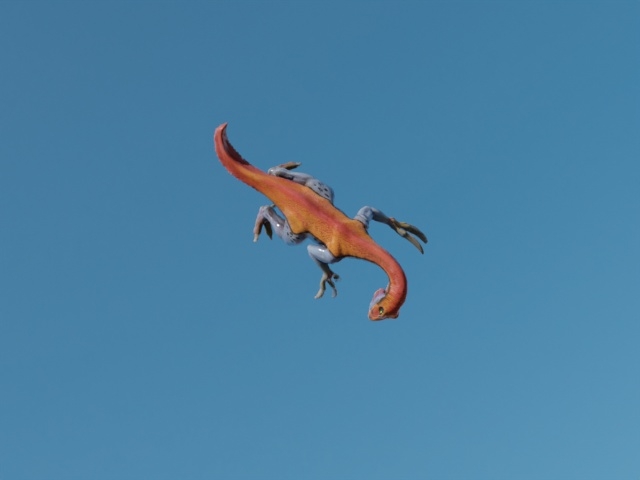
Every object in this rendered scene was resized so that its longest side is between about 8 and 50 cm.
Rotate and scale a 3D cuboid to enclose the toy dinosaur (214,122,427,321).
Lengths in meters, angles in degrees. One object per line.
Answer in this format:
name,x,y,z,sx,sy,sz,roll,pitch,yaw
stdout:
toy dinosaur,0.000,0.000,0.497,0.090,0.082,0.047,27,-85,-38
